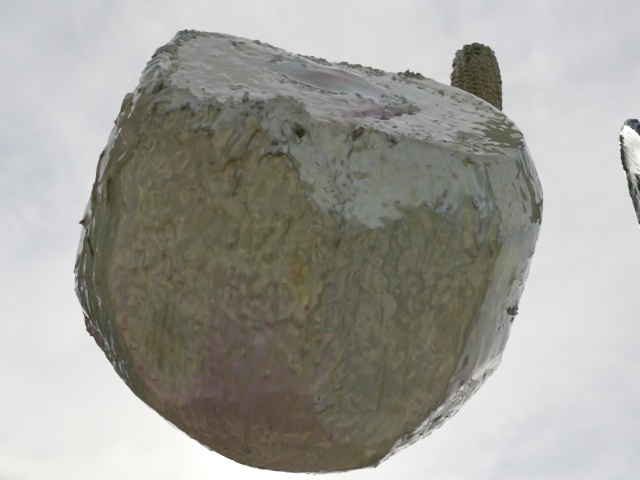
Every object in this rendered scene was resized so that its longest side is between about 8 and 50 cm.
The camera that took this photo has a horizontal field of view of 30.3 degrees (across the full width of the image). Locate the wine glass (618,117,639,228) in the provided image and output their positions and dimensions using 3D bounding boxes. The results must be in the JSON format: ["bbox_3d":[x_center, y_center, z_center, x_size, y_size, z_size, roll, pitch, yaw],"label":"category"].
[{"bbox_3d":[0.545,-0.098,1.264,0.406,0.267,0.267,-17,-43,4],"label":"wine glass"}]

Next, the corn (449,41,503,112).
[{"bbox_3d":[0.204,-0.118,1.518,0.086,0.288,0.086,1,-22,0],"label":"corn"}]

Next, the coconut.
[{"bbox_3d":[-0.010,0.014,0.780,0.297,0.297,0.255,19,-71,5],"label":"coconut"}]
